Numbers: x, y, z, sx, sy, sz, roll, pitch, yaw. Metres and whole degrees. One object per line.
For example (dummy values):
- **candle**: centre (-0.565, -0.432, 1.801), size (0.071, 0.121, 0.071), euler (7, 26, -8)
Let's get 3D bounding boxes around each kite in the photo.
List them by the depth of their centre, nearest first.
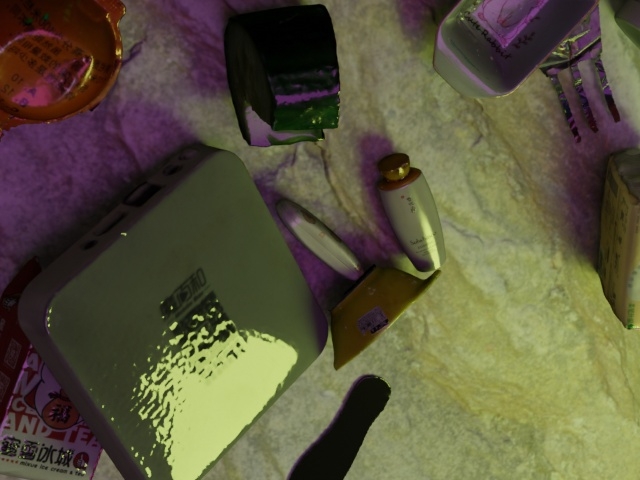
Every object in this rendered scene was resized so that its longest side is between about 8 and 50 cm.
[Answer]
- **kite**: centre (0.359, -0.259, 2.065), size (0.141, 0.015, 0.245), euler (-26, 114, -3)

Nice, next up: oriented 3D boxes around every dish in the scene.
- **dish**: centre (0.250, -0.304, 1.977), size (0.154, 0.064, 0.234), euler (41, 95, -24)
- **dish**: centre (0.074, 0.091, 2.074), size (0.208, 0.149, 0.080), euler (-44, 90, -6)

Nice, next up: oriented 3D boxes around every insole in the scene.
- **insole**: centre (0.028, 0.313, 2.222), size (0.086, 0.005, 0.253), euler (27, 103, -28)

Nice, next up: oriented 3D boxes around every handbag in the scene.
- **handbag**: centre (-0.358, 0.167, 1.952), size (0.171, 0.151, 0.298), euler (19, 93, -35)

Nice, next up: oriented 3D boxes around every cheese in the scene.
- **cheese**: centre (-0.379, -0.203, 1.779), size (0.329, 0.129, 0.217), euler (-40, 124, 16)

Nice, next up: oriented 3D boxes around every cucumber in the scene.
- **cucumber**: centre (-0.039, -0.215, 1.862), size (0.130, 0.191, 0.191), euler (-13, 117, -14)

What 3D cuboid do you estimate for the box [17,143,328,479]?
- **box**: centre (-0.185, 0.107, 1.938), size (0.367, 0.090, 0.373), euler (-44, 123, -28)

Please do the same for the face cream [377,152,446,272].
- **face cream**: centre (0.131, -0.039, 2.069), size (0.072, 0.051, 0.182), euler (-24, 118, -3)

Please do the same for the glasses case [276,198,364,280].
- **glasses case**: centre (0.000, 0.000, 2.035), size (0.041, 0.063, 0.164), euler (-45, 119, 8)

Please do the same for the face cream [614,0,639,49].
- **face cream**: centre (0.540, -0.316, 1.997), size (0.201, 0.201, 0.187), euler (37, 98, -29)

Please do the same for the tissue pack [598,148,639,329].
- **tissue pack**: centre (0.468, -0.005, 2.126), size (0.090, 0.186, 0.222), euler (-2, 115, -5)
